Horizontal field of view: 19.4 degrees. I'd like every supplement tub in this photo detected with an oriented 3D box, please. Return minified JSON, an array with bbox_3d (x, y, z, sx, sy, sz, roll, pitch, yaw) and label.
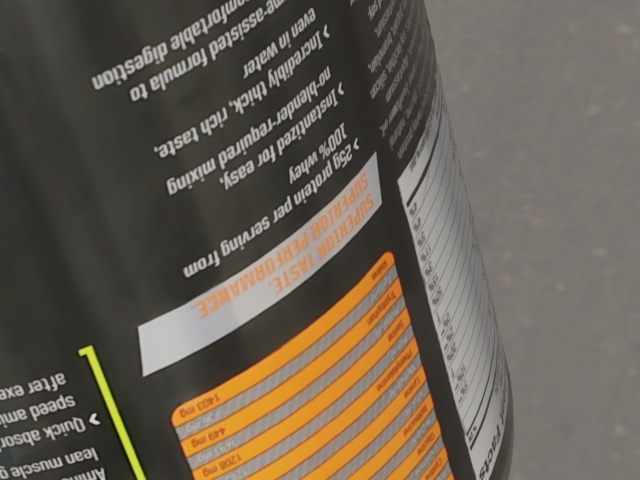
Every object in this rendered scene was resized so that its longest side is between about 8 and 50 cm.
[{"bbox_3d":[-0.066,-0.007,0.476,0.207,0.207,0.338,39,153,46],"label":"supplement tub"}]
